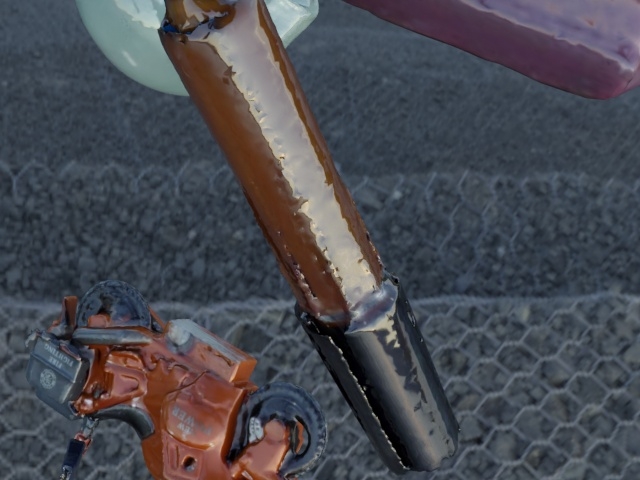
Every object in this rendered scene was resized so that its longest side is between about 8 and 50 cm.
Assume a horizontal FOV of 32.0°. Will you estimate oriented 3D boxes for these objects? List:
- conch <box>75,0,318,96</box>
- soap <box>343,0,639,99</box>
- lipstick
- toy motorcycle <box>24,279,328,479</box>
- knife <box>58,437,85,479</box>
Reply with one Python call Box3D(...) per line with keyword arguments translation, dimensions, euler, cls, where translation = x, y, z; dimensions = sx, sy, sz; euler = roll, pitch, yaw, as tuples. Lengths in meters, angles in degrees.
Box3D(translation=(-0.100, -0.207, 0.868), dimensions=(0.121, 0.185, 0.221), euler=(11, 15, 37), cls="conch")
Box3D(translation=(0.006, -0.191, 0.388), dimensions=(0.324, 0.127, 0.220), euler=(28, 45, 15), cls="soap")
Box3D(translation=(0.000, 0.000, 0.758), dimensions=(0.077, 0.418, 0.077), euler=(-19, 31, 12), cls="lipstick")
Box3D(translation=(-0.158, 0.189, 1.127), dimensions=(0.325, 0.221, 0.148), euler=(29, 9, 21), cls="toy motorcycle")
Box3D(translation=(-0.246, 0.220, 1.100), dimensions=(0.018, 0.121, 0.031), euler=(18, 88, -9), cls="knife")
